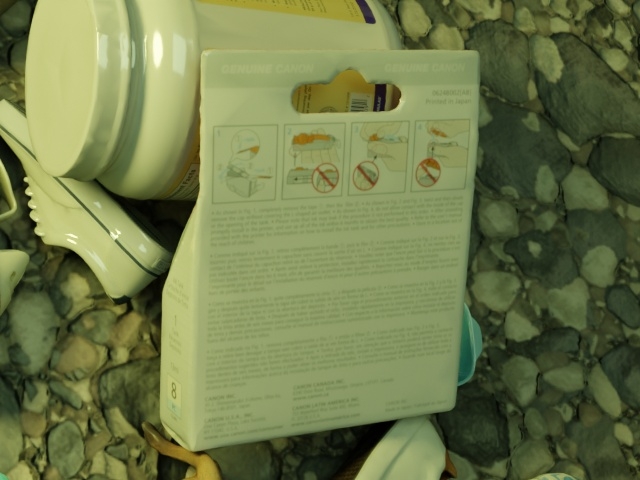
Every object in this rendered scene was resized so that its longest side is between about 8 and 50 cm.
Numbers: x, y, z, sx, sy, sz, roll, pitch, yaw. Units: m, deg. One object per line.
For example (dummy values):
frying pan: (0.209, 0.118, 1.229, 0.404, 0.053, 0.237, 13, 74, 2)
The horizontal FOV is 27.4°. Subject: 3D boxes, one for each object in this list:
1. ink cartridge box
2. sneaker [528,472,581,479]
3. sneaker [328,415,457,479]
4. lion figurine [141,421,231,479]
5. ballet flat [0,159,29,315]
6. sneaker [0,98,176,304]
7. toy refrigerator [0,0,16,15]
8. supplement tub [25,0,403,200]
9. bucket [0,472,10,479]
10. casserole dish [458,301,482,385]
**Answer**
ink cartridge box: (0.000, 0.000, 1.302, 0.308, 0.091, 0.385, -4, 105, -28)
sneaker: (0.282, 0.373, 1.441, 0.086, 0.085, 0.237, -4, 77, -29)
sneaker: (0.056, 0.288, 1.347, 0.123, 0.106, 0.290, 53, 47, -3)
lion figurine: (-0.115, 0.342, 1.217, 0.142, 0.240, 0.392, -5, 74, -22)
ballet flat: (-0.354, -0.006, 1.328, 0.106, 0.107, 0.316, -3, 73, -35)
sneaker: (-0.269, -0.041, 1.375, 0.091, 0.094, 0.258, -46, 77, 5)
toy refrigerator: (-0.346, -0.329, 1.436, 0.094, 0.102, 0.269, 41, 64, -3)
supplement tub: (-0.107, -0.157, 1.328, 0.331, 0.241, 0.241, 2, 72, -31)
bucket: (-0.372, 0.312, 1.164, 0.281, 0.183, 0.281, 6, 71, -18)
casserole dish: (0.091, 0.114, 1.483, 0.188, 0.037, 0.114, 2, 72, -19)
